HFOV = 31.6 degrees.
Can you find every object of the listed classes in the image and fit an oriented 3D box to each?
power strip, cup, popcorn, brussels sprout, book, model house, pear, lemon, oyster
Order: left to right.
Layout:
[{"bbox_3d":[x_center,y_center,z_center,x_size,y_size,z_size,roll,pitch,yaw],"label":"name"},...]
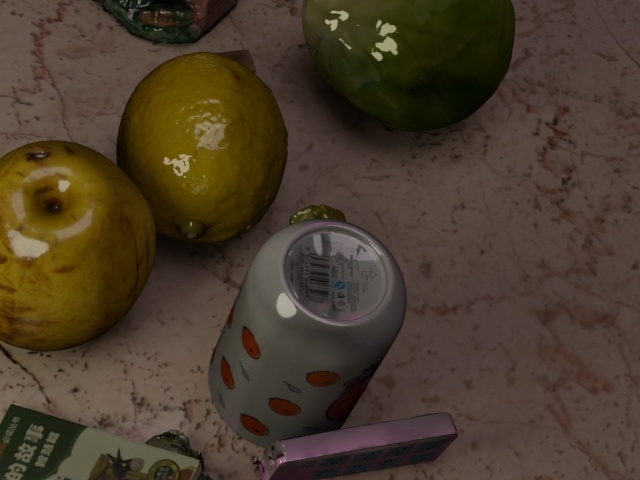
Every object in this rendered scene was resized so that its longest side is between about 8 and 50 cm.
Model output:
[{"bbox_3d":[-0.349,0.003,1.477,0.281,0.280,0.280,7,57,-12],"label":"pear"},{"bbox_3d":[-0.305,0.327,1.397,0.264,0.027,0.202,15,58,10],"label":"book"},{"bbox_3d":[-0.249,-0.479,1.829,0.237,0.237,0.202,42,55,11],"label":"model house"},{"bbox_3d":[-0.188,0.329,1.448,0.125,0.064,0.177,-18,62,-20],"label":"oyster"},{"bbox_3d":[-0.170,-0.134,1.631,0.261,0.260,0.284,17,32,-5],"label":"lemon"},{"bbox_3d":[-0.019,0.118,1.473,0.212,0.317,0.212,7,57,-11],"label":"cup"},{"bbox_3d":[0.000,0.000,1.681,0.121,0.106,0.116,-35,64,-31],"label":"popcorn"},{"bbox_3d":[0.051,0.281,1.517,0.279,0.109,0.037,-6,62,-19],"label":"power strip"},{"bbox_3d":[0.144,-0.334,1.822,0.344,0.344,0.268,28,20,2],"label":"brussels sprout"}]

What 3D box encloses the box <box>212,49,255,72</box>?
[{"bbox_3d":[-0.166,-0.286,1.860,0.115,0.025,0.048,-10,61,-21],"label":"box"}]
